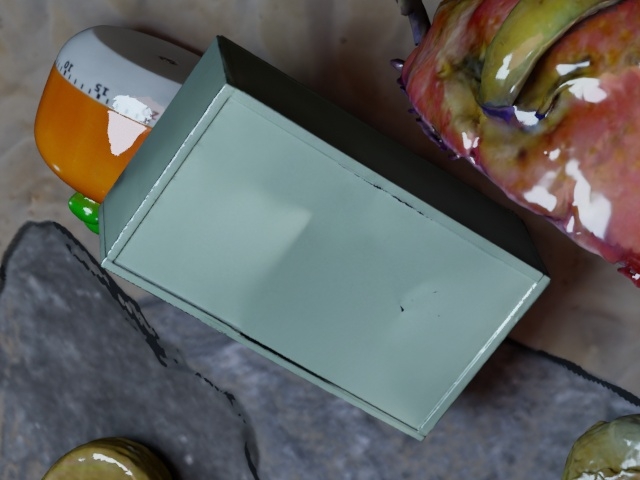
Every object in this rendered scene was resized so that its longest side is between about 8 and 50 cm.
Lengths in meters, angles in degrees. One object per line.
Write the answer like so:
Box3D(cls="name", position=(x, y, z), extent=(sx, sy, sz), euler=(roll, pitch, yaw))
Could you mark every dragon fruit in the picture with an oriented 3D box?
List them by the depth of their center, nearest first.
Box3D(cls="dragon fruit", position=(0.211, -0.113, 0.971), extent=(0.314, 0.296, 0.263), euler=(35, 104, -2))

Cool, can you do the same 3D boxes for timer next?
Box3D(cls="timer", position=(-0.113, -0.059, 1.170), extent=(0.136, 0.099, 0.136), euler=(8, 108, 26))

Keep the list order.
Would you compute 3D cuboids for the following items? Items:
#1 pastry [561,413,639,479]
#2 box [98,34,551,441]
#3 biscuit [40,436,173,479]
Box3D(cls="pastry", position=(0.205, 0.172, 1.131), extent=(0.153, 0.081, 0.153), euler=(2, 102, 11))
Box3D(cls="box", position=(0.000, 0.000, 1.107), extent=(0.225, 0.086, 0.129), euler=(30, 109, -20))
Box3D(cls="biscuit", position=(-0.119, 0.267, 1.250), extent=(0.343, 0.057, 0.287), euler=(-15, 96, 18))
